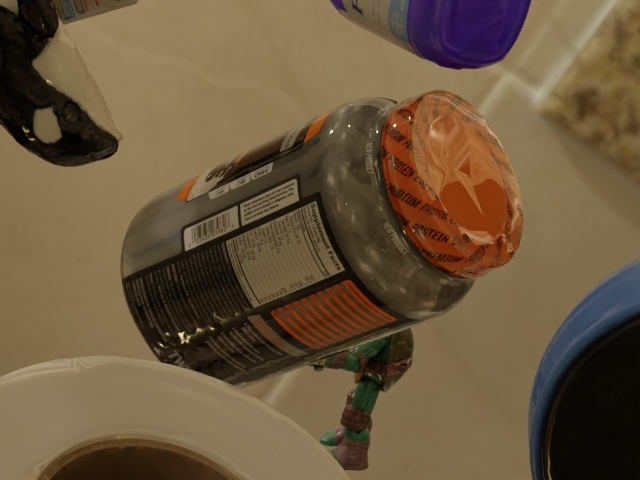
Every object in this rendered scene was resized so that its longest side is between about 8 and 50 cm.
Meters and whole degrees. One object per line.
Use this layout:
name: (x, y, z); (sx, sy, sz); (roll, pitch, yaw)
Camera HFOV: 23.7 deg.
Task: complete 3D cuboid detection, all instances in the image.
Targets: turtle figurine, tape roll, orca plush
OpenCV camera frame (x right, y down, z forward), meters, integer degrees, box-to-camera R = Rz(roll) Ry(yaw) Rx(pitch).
turtle figurine: (0.043, 0.124, 1.669); (0.175, 0.118, 0.234); (-19, -61, -68)
tape roll: (-0.105, 0.202, 0.785); (0.169, 0.246, 0.246); (-65, -2, 36)
orca plush: (-0.252, -0.164, 1.042); (0.102, 0.287, 0.151); (-33, 19, -18)

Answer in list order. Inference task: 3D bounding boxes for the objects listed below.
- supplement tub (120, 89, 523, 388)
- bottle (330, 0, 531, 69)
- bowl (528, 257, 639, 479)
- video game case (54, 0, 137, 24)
supplement tub: (0.000, 0.000, 1.291); (0.316, 0.193, 0.193); (-22, 24, 35)
bottle: (0.058, -0.225, 1.224); (0.283, 0.092, 0.118); (39, 118, 54)
bowl: (0.367, 0.189, 1.313); (0.391, 0.391, 0.077); (-53, -1, 32)
video game case: (-0.210, -0.207, 1.174); (0.122, 0.087, 0.011); (-18, 30, -8)
